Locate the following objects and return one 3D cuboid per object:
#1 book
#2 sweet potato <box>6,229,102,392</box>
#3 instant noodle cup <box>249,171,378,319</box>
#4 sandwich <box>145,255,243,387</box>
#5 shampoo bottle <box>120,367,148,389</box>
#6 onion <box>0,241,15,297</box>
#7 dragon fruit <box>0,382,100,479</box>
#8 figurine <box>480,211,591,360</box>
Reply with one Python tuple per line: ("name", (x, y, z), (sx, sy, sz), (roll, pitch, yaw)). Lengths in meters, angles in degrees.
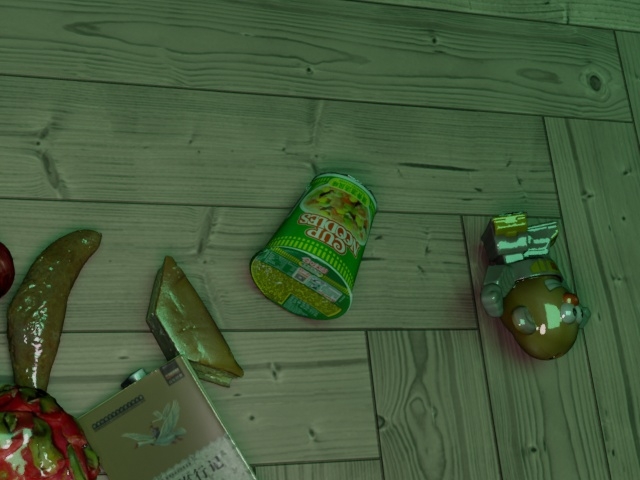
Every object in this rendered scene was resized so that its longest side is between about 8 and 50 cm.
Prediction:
("book", (-0.244, 0.378, 1.781), (0.217, 0.021, 0.310), (-32, 84, 1))
("sweet potato", (-0.477, 0.120, 1.819), (0.114, 0.092, 0.341), (28, 62, -28))
("instant noodle cup", (0.000, 0.000, 2.007), (0.207, 0.207, 0.233), (31, 54, -8))
("sandwich", (-0.244, 0.161, 1.892), (0.096, 0.094, 0.258), (-29, 84, -29))
("shampoo bottle", (-0.235, 0.355, 1.827), (0.098, 0.071, 0.309), (-35, 86, -5))
("onion", (-0.580, 0.054, 1.786), (0.131, 0.131, 0.131), (7, 68, -19))
("dragon fruit", (-0.468, 0.372, 1.654), (0.231, 0.237, 0.303), (-30, 94, -7))
("figurine", (0.430, 0.102, 2.136), (0.342, 0.167, 0.285), (1, 67, -25))
